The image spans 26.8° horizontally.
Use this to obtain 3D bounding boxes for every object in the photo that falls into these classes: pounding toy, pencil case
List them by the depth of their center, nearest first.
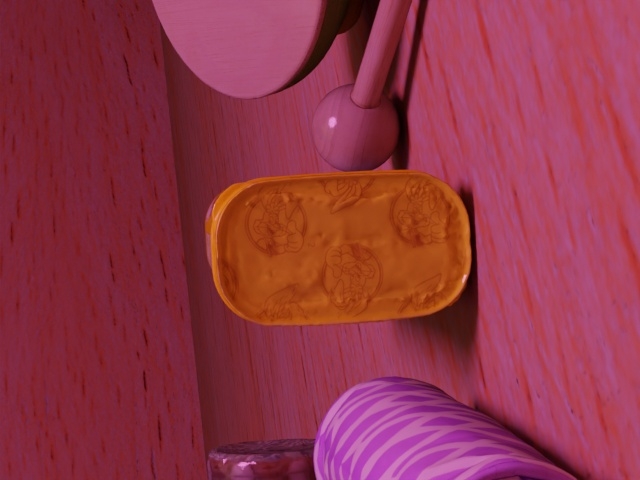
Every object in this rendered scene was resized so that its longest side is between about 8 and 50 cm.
[{"bbox_3d":[0.051,0.115,0.577,0.206,0.086,0.088,-163,83,-80],"label":"pencil case"},{"bbox_3d":[-0.001,-0.171,0.818,0.237,0.110,0.183,44,135,31],"label":"pounding toy"}]

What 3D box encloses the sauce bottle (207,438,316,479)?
[{"bbox_3d":[-0.024,0.329,1.041,0.111,0.111,0.345,179,86,-80],"label":"sauce bottle"}]

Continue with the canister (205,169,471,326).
[{"bbox_3d":[0.000,0.000,0.726,0.170,0.126,0.073,-162,68,-81],"label":"canister"}]
